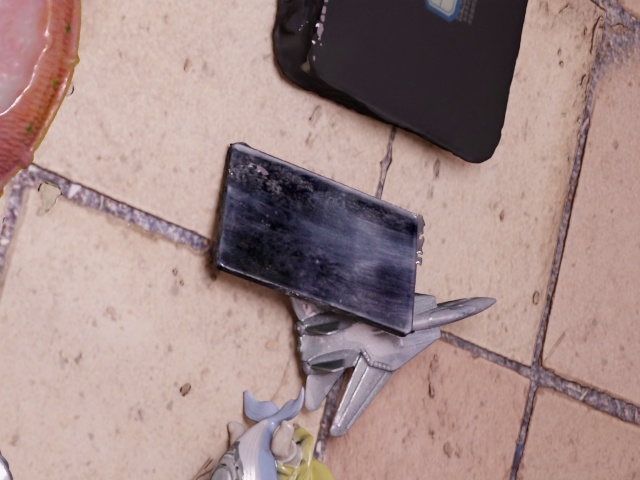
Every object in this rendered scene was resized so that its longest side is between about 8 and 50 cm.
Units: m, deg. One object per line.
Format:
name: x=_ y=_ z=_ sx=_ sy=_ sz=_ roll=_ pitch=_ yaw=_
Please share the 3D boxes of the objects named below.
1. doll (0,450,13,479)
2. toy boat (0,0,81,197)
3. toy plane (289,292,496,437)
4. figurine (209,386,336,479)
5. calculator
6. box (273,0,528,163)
doll: x=-0.339 y=0.200 z=1.776 sx=0.094 sy=0.079 sz=0.180 roll=-19 pitch=90 yaw=-64
toy boat: x=-0.301 y=-0.190 z=1.795 sx=0.141 sy=0.099 sz=0.318 roll=15 pitch=78 yaw=-13
toy plane: x=0.084 y=0.095 z=2.135 sx=0.267 sy=0.088 sz=0.212 roll=-15 pitch=101 yaw=-37
figurine: x=-0.042 y=0.263 z=2.006 sx=0.184 sy=0.128 sz=0.208 roll=8 pitch=81 yaw=-44
calculator: x=0.000 y=0.000 z=2.047 sx=0.262 sy=0.021 sz=0.161 roll=22 pitch=58 yaw=-26
box: x=0.111 y=-0.297 z=2.163 sx=0.350 sy=0.091 sz=0.359 roll=22 pitch=75 yaw=-41
